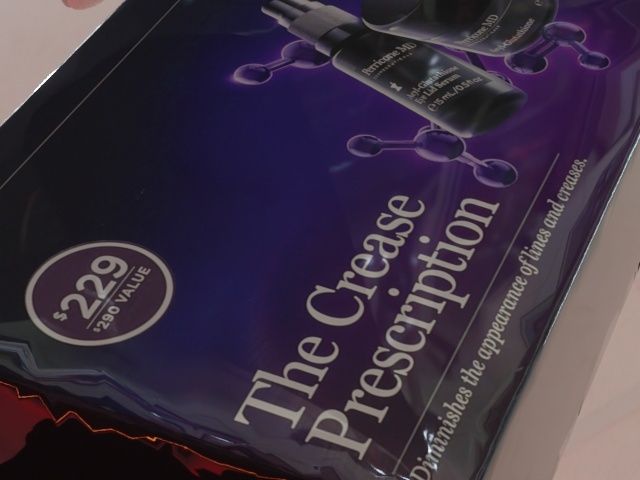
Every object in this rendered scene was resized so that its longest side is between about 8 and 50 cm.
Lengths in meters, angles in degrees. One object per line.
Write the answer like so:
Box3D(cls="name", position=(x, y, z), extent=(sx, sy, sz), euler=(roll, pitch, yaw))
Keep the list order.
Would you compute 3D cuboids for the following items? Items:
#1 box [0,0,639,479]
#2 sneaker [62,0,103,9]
Box3D(cls="box", position=(0.000, 0.000, 0.493), extent=(0.184, 0.103, 0.261), euler=(14, -138, 18))
Box3D(cls="sneaker", position=(-0.106, -0.210, 0.746), extent=(0.118, 0.110, 0.292), euler=(-39, -147, 13))
